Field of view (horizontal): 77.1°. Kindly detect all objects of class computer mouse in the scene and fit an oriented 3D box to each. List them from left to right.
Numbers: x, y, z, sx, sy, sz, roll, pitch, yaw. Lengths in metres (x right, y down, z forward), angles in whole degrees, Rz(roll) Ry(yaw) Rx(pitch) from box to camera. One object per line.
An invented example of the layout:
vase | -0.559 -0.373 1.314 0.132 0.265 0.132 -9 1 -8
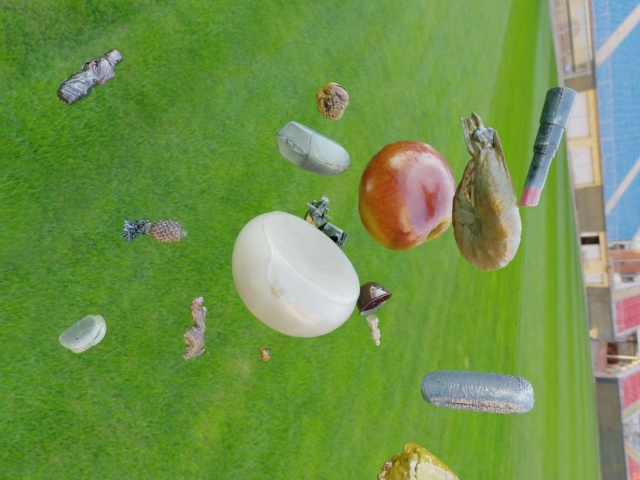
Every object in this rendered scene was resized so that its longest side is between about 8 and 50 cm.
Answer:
computer mouse | -0.029 -0.248 1.103 0.068 0.229 0.113 -61 175 -56

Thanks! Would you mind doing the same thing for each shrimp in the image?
shrimp | 0.314 -0.093 0.808 0.077 0.168 0.317 -10 92 -27

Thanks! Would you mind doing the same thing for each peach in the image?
peach | 0.211 -0.116 1.033 0.238 0.281 0.281 -5 90 -50

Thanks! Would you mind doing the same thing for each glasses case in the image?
glasses case | 0.411 0.399 1.071 0.109 0.282 0.067 -52 132 -59

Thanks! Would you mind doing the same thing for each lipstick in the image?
lipstick | 0.426 -0.172 0.762 0.053 0.053 0.234 26 81 -51

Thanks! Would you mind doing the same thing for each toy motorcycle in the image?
toy motorcycle | 0.000 0.000 1.290 0.205 0.127 0.275 31 79 -7

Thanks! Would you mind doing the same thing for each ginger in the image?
ginger | -0.543 0.373 1.742 0.122 0.084 0.290 -1 103 -47

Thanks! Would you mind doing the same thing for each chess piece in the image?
chess piece | 0.158 0.265 1.173 0.035 0.035 0.092 -38 121 -51

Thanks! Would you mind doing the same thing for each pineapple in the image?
pineapple | -0.592 -0.031 1.436 0.221 0.083 0.103 3 76 -16

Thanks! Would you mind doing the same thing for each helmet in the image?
helmet | 0.198 0.232 1.664 0.175 0.106 0.155 -28 156 -23

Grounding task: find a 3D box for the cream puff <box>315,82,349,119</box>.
cream puff | 0.042 -0.501 1.462 0.104 0.119 0.133 -92 -178 -56

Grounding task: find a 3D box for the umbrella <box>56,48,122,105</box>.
umbrella | -0.837 -0.604 1.475 0.094 0.090 0.326 85 21 -49

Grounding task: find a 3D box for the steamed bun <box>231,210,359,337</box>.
steamed bun | -0.053 0.067 0.686 0.232 0.145 0.232 35 24 -17

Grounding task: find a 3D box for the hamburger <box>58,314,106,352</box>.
hamburger | -0.675 0.272 1.159 0.121 0.084 0.054 -44 144 -26

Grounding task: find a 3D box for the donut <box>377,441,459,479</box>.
donut | 0.137 0.611 0.721 0.435 0.163 0.378 -25 74 -23

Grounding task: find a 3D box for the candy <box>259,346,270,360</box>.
candy | -0.209 0.429 1.546 0.049 0.185 0.056 -28 76 -20
